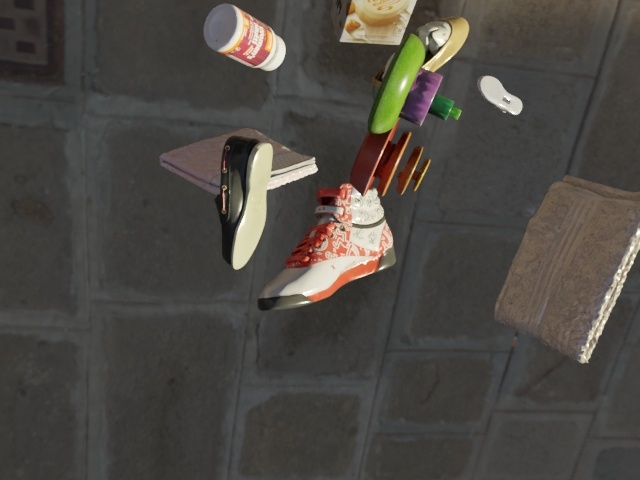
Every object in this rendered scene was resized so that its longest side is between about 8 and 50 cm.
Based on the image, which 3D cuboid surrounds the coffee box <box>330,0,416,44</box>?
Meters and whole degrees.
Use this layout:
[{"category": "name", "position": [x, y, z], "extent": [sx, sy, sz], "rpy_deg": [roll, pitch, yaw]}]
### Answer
[{"category": "coffee box", "position": [0.119, -0.519, 1.287], "extent": [0.141, 0.098, 0.246], "rpy_deg": [-2, 149, -14]}]

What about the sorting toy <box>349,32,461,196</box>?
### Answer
[{"category": "sorting toy", "position": [0.049, -0.061, 0.342], "extent": [0.042, 0.061, 0.102], "rpy_deg": [24, 148, 4]}]

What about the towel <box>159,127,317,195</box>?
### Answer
[{"category": "towel", "position": [-0.227, -0.224, 1.818], "extent": [0.332, 0.317, 0.053], "rpy_deg": [-26, 132, -42]}]

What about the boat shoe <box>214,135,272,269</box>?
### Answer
[{"category": "boat shoe", "position": [-0.079, -0.036, 0.629], "extent": [0.042, 0.049, 0.133], "rpy_deg": [19, 114, 20]}]

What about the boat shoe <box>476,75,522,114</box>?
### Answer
[{"category": "boat shoe", "position": [0.279, -0.232, 1.035], "extent": [0.100, 0.035, 0.035], "rpy_deg": [21, 91, -32]}]

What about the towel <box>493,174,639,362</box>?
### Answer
[{"category": "towel", "position": [0.407, 0.039, 1.054], "extent": [0.049, 0.187, 0.282], "rpy_deg": [18, 96, -36]}]

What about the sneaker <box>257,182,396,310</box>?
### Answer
[{"category": "sneaker", "position": [0.000, 0.000, 0.940], "extent": [0.270, 0.090, 0.145], "rpy_deg": [-21, 100, -42]}]

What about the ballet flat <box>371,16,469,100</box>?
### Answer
[{"category": "ballet flat", "position": [0.176, -0.325, 1.123], "extent": [0.232, 0.080, 0.073], "rpy_deg": [-49, 146, -11]}]

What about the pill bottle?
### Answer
[{"category": "pill bottle", "position": [-0.193, -0.526, 1.699], "extent": [0.121, 0.121, 0.221], "rpy_deg": [-56, 153, 16]}]
